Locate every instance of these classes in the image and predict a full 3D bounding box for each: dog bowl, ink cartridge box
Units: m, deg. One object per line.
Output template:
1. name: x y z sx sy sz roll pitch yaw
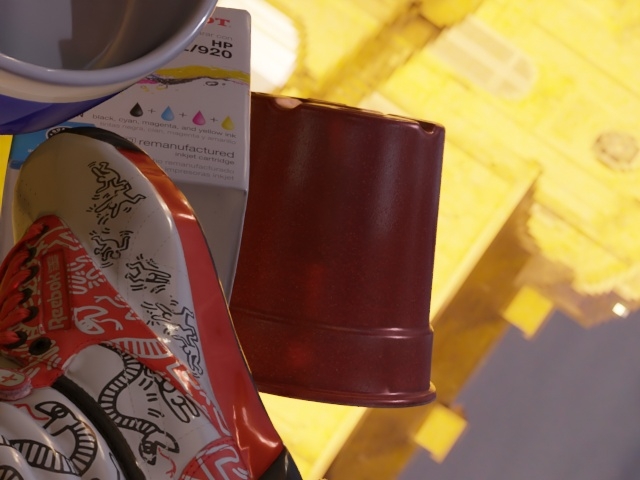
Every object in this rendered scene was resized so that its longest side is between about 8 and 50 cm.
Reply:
1. dog bowl: -0.189 -0.200 1.042 0.104 0.265 0.265 -24 -149 49
2. ink cartridge box: -0.145 -0.056 1.327 0.232 0.171 0.168 -92 -170 -51

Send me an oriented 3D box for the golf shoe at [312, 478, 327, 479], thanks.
1. golf shoe: -0.023 0.313 1.659 0.067 0.086 0.186 74 21 -64

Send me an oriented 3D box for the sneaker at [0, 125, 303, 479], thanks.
1. sneaker: -0.113 0.048 0.701 0.090 0.145 0.270 -59 -135 35

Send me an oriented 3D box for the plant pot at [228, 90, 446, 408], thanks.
1. plant pot: 0.000 0.000 1.695 0.272 0.272 0.265 -134 -127 -81
